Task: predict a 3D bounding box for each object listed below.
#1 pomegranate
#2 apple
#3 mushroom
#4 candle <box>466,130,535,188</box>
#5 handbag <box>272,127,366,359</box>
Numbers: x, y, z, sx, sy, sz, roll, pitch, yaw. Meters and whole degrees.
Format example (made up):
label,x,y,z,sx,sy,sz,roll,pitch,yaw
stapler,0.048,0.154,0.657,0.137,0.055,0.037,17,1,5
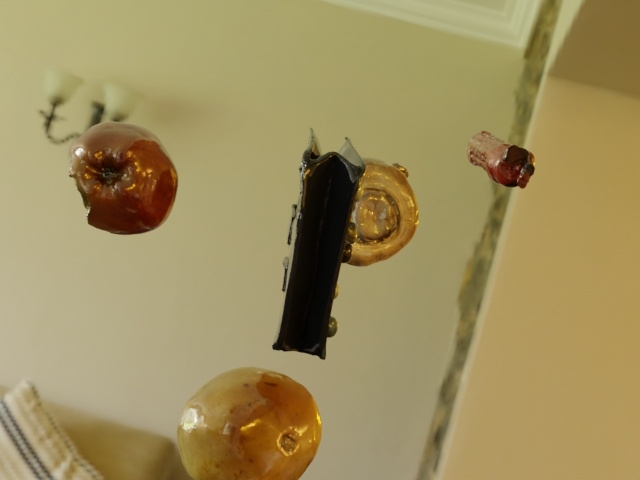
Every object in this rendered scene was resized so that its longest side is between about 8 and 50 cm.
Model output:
label,x,y,z,sx,sy,sz,roll,pitch,yaw
pomegranate,-0.116,0.312,1.824,0.233,0.233,0.233,16,-5,2
apple,-0.267,-0.085,1.549,0.147,0.156,0.158,1,2,-9
mushroom,0.103,-0.068,2.503,0.254,0.255,0.184,16,-1,-3
candle,0.217,-0.101,1.396,0.048,0.051,0.329,31,8,-4
handbag,0.000,0.000,1.792,0.118,0.326,0.269,10,17,-4
